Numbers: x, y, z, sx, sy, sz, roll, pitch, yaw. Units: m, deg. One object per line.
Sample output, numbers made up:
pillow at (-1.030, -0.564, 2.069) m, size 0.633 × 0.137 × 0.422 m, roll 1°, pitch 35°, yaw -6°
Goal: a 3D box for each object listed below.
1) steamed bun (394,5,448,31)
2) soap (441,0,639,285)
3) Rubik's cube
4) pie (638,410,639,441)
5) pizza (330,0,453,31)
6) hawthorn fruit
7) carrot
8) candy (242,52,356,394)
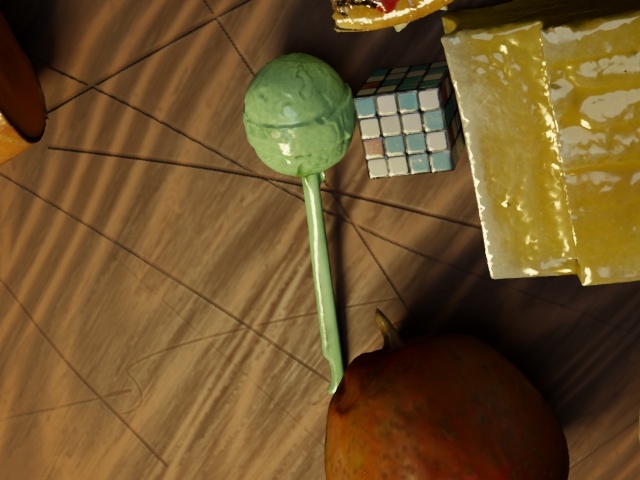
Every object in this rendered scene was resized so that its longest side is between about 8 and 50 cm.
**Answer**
steamed bun at (0.041, -0.364, 0.961) m, size 0.312 × 0.233 × 0.333 m, roll 23°, pitch 118°, yaw 3°
soap at (0.262, -0.106, 1.083) m, size 0.259 × 0.143 × 0.281 m, roll -6°, pitch 118°, yaw 22°
Rubik's cube at (0.095, -0.125, 1.140) m, size 0.092 × 0.092 × 0.092 m, roll -5°, pitch 114°, yaw 18°
pie at (0.489, 0.198, 1.194) m, size 0.274 × 0.105 × 0.257 m, roll 8°, pitch 102°, yaw 9°
pizza at (0.034, -0.247, 0.867) m, size 0.193 × 0.053 × 0.201 m, roll 37°, pitch 140°, yaw -15°
hawthorn fruit at (0.124, 0.210, 1.214) m, size 0.277 × 0.277 × 0.298 m, roll -24°, pitch 88°, yaw 24°
carrot at (-0.442, -0.139, 1.229) m, size 0.331 × 0.214 × 0.193 m, roll -26°, pitch 77°, yaw 21°
candy at (0.000, 0.000, 1.237) m, size 0.119 × 0.119 × 0.440 m, roll 0°, pitch 122°, yaw 15°
